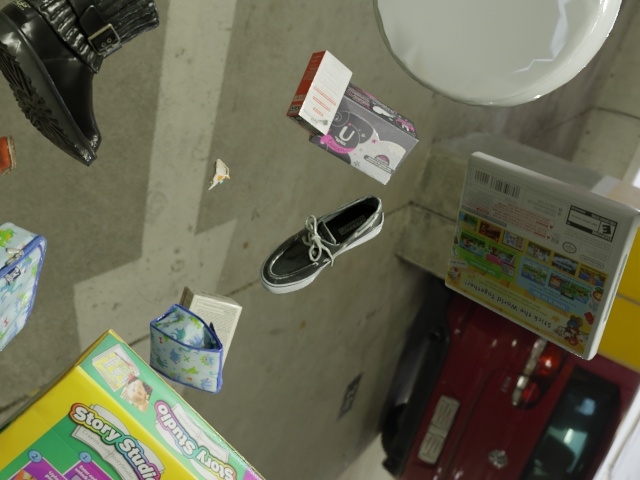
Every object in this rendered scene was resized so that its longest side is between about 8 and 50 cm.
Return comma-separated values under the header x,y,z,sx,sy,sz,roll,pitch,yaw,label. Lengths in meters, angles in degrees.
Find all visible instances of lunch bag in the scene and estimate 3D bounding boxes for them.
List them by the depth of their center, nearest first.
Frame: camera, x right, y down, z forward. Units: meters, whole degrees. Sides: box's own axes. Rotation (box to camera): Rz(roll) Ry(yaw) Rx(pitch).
x,y,z,sx,sy,sz,roll,pitch,yaw,label
-0.538,0.088,1.095,0.176,0.090,0.219,-74,-171,-61,lunch bag
-0.251,0.216,1.285,0.096,0.151,0.128,-39,149,-43,lunch bag

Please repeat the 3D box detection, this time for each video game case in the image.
x,y,z,sx,sy,sz,roll,pitch,yaw,label
0.272,0.016,0.854,0.026,0.227,0.206,-22,128,-40,video game case

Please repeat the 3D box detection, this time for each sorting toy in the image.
x,y,z,sx,sy,sz,roll,pitch,yaw,label
-0.308,-0.185,1.945,0.045,0.083,0.075,34,116,-27,sorting toy

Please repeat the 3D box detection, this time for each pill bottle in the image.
x,y,z,sx,sy,sz,roll,pitch,yaw,label
0.196,-0.262,0.704,0.392,0.224,0.224,-40,149,-63,pill bottle

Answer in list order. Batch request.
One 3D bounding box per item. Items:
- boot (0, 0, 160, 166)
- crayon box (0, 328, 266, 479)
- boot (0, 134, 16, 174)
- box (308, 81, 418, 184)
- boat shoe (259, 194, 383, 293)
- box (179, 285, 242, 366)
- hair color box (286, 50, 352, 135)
x,y,z,sx,sy,sz,roll,pitch,yaw,label
-0.385,-0.306,1.117,0.260,0.131,0.348,-48,159,-23,boot
-0.280,0.354,0.923,0.313,0.363,0.106,-39,-170,19,crayon box
-0.653,-0.166,1.309,0.085,0.158,0.059,-2,76,-36,boot
0.113,-0.291,1.776,0.163,0.247,0.142,-54,-165,27,box
0.003,0.003,1.401,0.306,0.113,0.105,-27,160,-7,boat shoe
-0.337,0.264,1.859,0.149,0.127,0.232,19,90,-25,box
-0.002,-0.334,1.504,0.093,0.053,0.167,32,74,-38,hair color box
